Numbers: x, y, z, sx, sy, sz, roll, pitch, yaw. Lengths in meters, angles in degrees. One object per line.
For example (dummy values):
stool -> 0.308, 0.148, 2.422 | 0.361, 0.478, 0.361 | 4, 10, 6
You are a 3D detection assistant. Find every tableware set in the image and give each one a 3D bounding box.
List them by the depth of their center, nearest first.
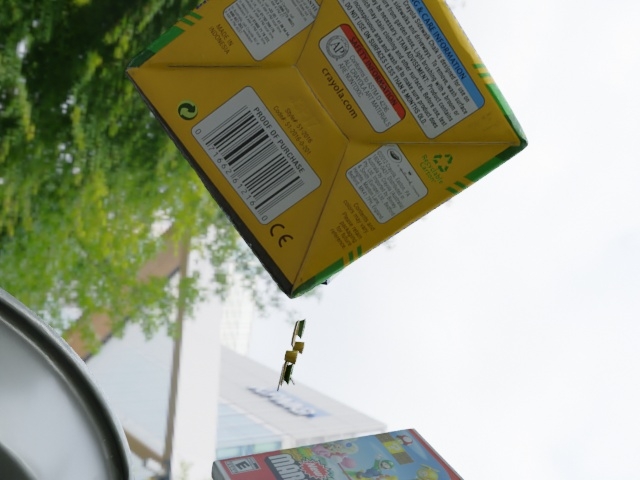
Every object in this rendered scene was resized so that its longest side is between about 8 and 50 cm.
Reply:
tableware set -> -0.041, 0.184, 1.400 | 0.154, 0.024, 0.104 | -45, 148, -82

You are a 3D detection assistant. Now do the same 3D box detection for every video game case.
video game case -> 0.043, 0.297, 0.971 | 0.204, 0.285, 0.025 | 40, -55, 53

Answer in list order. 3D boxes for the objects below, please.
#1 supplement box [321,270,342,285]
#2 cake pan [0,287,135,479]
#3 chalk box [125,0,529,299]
supplement box -> 0.000, 0.000, 1.083 | 0.056, 0.083, 0.083 | 8, -63, 27
cake pan -> -0.227, 0.127, 0.351 | 0.054, 0.293, 0.293 | -107, -142, -60
chalk box -> 0.010, -0.083, 0.459 | 0.132, 0.213, 0.132 | -34, -79, 12
